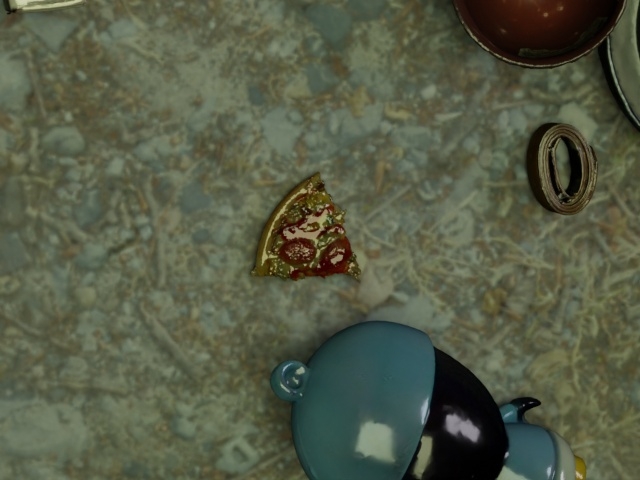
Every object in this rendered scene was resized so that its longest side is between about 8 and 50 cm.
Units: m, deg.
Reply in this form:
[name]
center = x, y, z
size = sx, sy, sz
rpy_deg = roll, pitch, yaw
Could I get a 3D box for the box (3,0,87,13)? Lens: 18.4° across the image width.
[box]
center = -0.251, -0.356, 1.601
size = 0.065, 0.200, 0.343
rpy_deg = -9, 99, -10

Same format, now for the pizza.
[pizza]
center = -0.010, -0.011, 1.764
size = 0.100, 0.029, 0.099
rpy_deg = 2, 96, -9

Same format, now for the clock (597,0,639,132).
[clock]
center = 0.385, -0.192, 1.784
size = 0.281, 0.055, 0.280
rpy_deg = -1, 97, -8

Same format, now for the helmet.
[helmet]
center = 0.185, -0.235, 1.725
size = 0.155, 0.106, 0.175
rpy_deg = -32, 91, 6

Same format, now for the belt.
[belt]
center = 0.219, -0.066, 1.786
size = 0.059, 0.036, 0.083
rpy_deg = -11, 99, -13

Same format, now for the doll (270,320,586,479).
[doll]
center = 0.092, 0.178, 1.749
size = 0.314, 0.141, 0.177
rpy_deg = 28, 61, -21
